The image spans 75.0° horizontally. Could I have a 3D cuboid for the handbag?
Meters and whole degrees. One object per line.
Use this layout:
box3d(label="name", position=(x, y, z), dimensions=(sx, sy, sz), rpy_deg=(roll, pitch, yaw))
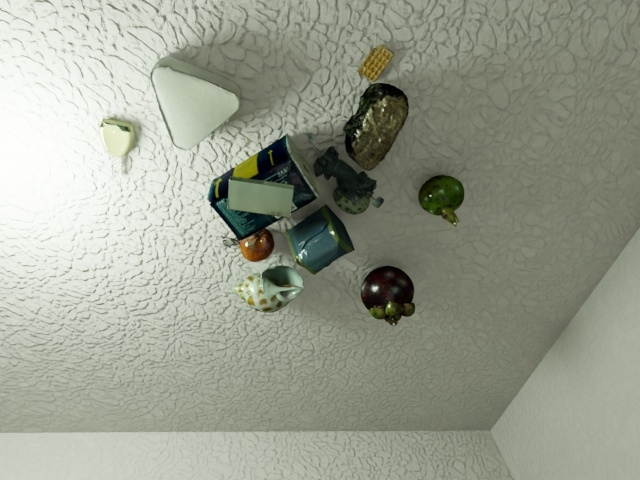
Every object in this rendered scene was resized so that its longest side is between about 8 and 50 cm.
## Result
box3d(label="handbag", position=(0.000, 0.000, 1.975), dimensions=(0.241, 0.263, 0.222), rpy_deg=(-33, 141, 16))

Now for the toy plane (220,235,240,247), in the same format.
box3d(label="toy plane", position=(-0.437, 0.011, 2.058), dimensions=(0.120, 0.031, 0.049), rpy_deg=(15, 113, -15))

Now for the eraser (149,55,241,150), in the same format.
box3d(label="eraser", position=(-0.503, -0.550, 1.584), dimensions=(0.331, 0.150, 0.331), rpy_deg=(-5, 128, -6))

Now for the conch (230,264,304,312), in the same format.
box3d(label="conch", position=(-0.275, 0.245, 2.149), dimensions=(0.368, 0.197, 0.249), rpy_deg=(5, 89, -12))

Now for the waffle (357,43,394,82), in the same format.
box3d(label="waffle", position=(0.220, -0.708, 1.657), dimensions=(0.092, 0.021, 0.135), rpy_deg=(25, 118, -24))

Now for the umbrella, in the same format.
box3d(label="umbrella", position=(0.129, -0.260, 1.817), dimensions=(0.349, 0.094, 0.143), rpy_deg=(40, 131, -2))

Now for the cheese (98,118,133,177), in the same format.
box3d(label="cheese", position=(-0.840, -0.370, 1.715), dimensions=(0.127, 0.054, 0.251), rpy_deg=(9, 124, -15))

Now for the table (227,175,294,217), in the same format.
box3d(label="table", position=(-0.226, -0.178, 1.600), dimensions=(0.240, 0.111, 0.121), rpy_deg=(8, 118, -6))

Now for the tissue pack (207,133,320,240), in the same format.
box3d(label="tissue pack", position=(-0.241, -0.221, 1.786), dimensions=(0.416, 0.253, 0.264), rpy_deg=(-30, 122, 12))

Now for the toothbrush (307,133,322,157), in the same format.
box3d(label="toothbrush", position=(-0.009, -0.386, 1.852), dimensions=(0.022, 0.017, 0.204), rpy_deg=(-13, 128, 25))

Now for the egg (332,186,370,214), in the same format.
box3d(label="egg", position=(0.143, -0.196, 1.931), dimensions=(0.181, 0.141, 0.141), rpy_deg=(19, 120, -17))

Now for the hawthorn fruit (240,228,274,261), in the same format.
box3d(label="hawthorn fruit", position=(-0.305, 0.023, 2.005), dimensions=(0.173, 0.173, 0.173), rpy_deg=(-4, 125, -6))

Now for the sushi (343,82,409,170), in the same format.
box3d(label="sushi", position=(0.227, -0.472, 1.733), dimensions=(0.211, 0.171, 0.350), rpy_deg=(16, 122, -21))

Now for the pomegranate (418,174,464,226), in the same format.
box3d(label="pomegranate", position=(0.572, -0.188, 1.944), dimensions=(0.211, 0.263, 0.211), rpy_deg=(-6, 154, -3))

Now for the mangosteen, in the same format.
box3d(label="mangosteen", position=(0.357, 0.285, 2.214), dimensions=(0.300, 0.300, 0.300), rpy_deg=(-4, 125, -6))
